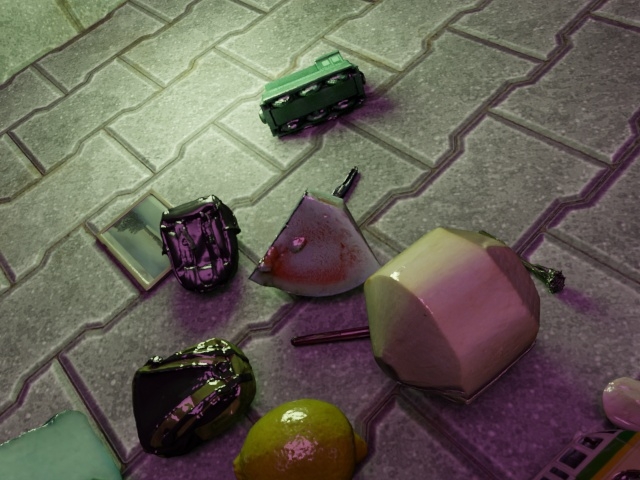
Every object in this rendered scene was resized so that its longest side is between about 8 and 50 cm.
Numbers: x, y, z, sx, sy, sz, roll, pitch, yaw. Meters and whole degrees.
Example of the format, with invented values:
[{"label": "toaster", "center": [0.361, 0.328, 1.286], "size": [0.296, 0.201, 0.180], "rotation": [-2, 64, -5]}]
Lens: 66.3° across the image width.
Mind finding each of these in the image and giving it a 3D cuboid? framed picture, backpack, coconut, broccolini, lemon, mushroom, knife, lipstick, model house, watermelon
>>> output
[{"label": "framed picture", "center": [-0.467, -0.011, 1.348], "size": [0.289, 0.016, 0.213], "rotation": [36, 71, 31]}, {"label": "backpack", "center": [-0.298, 0.010, 1.223], "size": [0.206, 0.133, 0.258], "rotation": [-18, 71, -1]}, {"label": "coconut", "center": [0.227, 0.137, 0.906], "size": [0.323, 0.323, 0.322], "rotation": [-7, 55, 10]}, {"label": "broccolini", "center": [0.434, 0.043, 1.077], "size": [0.044, 0.042, 0.218], "rotation": [-42, 51, -13]}, {"label": "lemon", "center": [-0.040, 0.378, 0.875], "size": [0.249, 0.184, 0.184], "rotation": [-11, 55, 2]}, {"label": "mushroom", "center": [0.589, 0.302, 0.825], "size": [0.213, 0.088, 0.097], "rotation": [14, 29, 16]}, {"label": "knife", "center": [0.067, -0.152, 1.306], "size": [0.031, 0.018, 0.121], "rotation": [21, 62, 24]}, {"label": "lipstick", "center": [0.021, 0.211, 1.069], "size": [0.177, 0.027, 0.027], "rotation": [-9, 55, 10]}, {"label": "backpack", "center": [-0.262, 0.311, 1.003], "size": [0.254, 0.140, 0.207], "rotation": [-28, 57, 0]}, {"label": "model house", "center": [-0.559, 0.551, 0.898], "size": [0.329, 0.252, 0.295], "rotation": [-43, 79, 11]}, {"label": "watermelon", "center": [0.000, 0.000, 1.101], "size": [0.290, 0.213, 0.320], "rotation": [28, 56, 26]}]

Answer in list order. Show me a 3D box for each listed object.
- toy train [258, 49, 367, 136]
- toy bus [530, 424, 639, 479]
[{"label": "toy train", "center": [-0.031, -0.441, 1.463], "size": [0.331, 0.138, 0.178], "rotation": [-20, 45, 3]}, {"label": "toy bus", "center": [0.404, 0.419, 0.731], "size": [0.305, 0.143, 0.179], "rotation": [-38, 13, -11]}]
